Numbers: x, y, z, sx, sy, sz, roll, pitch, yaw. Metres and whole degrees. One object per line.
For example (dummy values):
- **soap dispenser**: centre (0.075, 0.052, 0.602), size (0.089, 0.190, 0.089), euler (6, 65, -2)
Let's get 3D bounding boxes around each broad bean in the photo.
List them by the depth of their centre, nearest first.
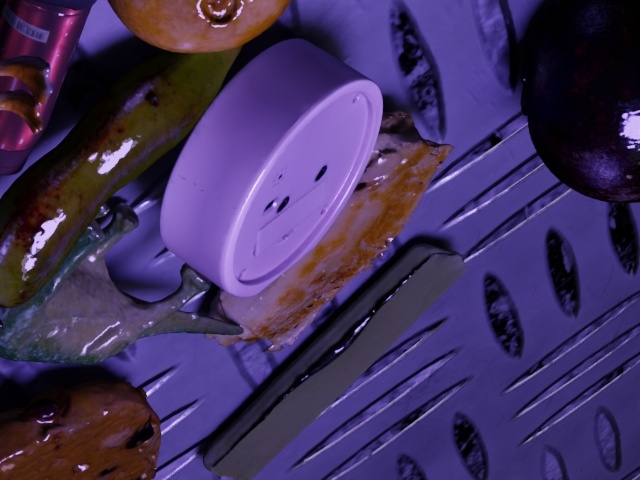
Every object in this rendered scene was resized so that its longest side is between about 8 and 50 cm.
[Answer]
- **broad bean**: centre (-0.158, -0.055, 1.395), size (0.339, 0.061, 0.077), euler (-47, 153, -10)

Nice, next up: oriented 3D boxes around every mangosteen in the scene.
- **mangosteen**: centre (0.288, -0.128, 1.688), size (0.230, 0.194, 0.194), euler (0, 150, 8)

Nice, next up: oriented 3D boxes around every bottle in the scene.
- **bottle**: centre (-0.200, -0.114, 1.329), size (0.060, 0.060, 0.164), euler (-11, 141, -39)

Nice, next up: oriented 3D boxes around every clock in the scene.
- **clock**: centre (-0.036, -0.055, 1.515), size (0.197, 0.068, 0.197), euler (-47, 160, -24)

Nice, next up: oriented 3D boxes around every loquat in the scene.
- **loquat**: centre (-0.076, -0.190, 1.281), size (0.141, 0.141, 0.141), euler (-27, 149, -18)

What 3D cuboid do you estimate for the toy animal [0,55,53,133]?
- **toy animal**: centre (-0.242, -0.082, 1.209), size (0.160, 0.197, 0.272), euler (-21, 142, -33)

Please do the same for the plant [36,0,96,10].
- **plant**: centre (-0.162, -0.228, 1.128), size (0.256, 0.142, 0.164), euler (0, 134, -32)

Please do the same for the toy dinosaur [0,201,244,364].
- **toy dinosaur**: centre (-0.250, 0.090, 1.532), size (0.301, 0.087, 0.447), euler (-44, 143, 9)

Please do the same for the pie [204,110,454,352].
- **pie**: centre (0.000, 0.000, 1.693), size (0.128, 0.068, 0.282), euler (3, 134, -43)

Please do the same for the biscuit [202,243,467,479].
- **biscuit**: centre (0.012, 0.116, 1.902), size (0.322, 0.038, 0.099), euler (-46, 153, 13)

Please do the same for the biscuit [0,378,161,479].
- **biscuit**: centre (-0.262, 0.223, 1.714), size (0.296, 0.075, 0.296), euler (-33, 154, -18)
